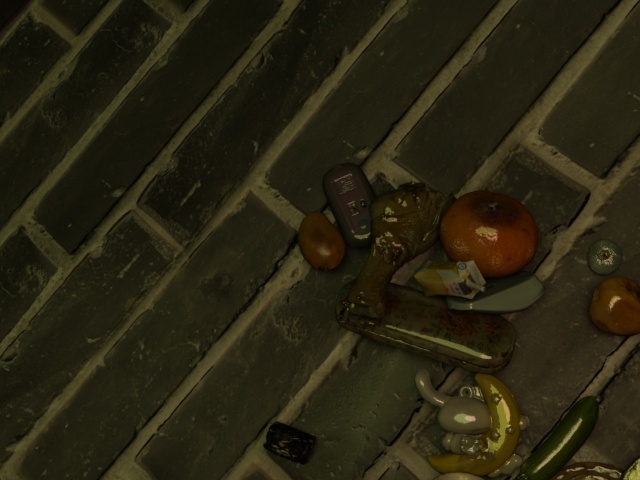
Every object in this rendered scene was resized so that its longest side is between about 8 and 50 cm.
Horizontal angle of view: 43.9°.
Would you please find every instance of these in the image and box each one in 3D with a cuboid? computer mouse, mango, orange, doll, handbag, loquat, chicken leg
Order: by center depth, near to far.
[{"bbox_3d":[0.660,0.149,1.742,0.137,0.113,0.137,2,73,-6],"label":"loquat"},{"bbox_3d":[0.335,0.407,1.765,0.252,0.111,0.237,-1,90,14],"label":"doll"},{"bbox_3d":[0.398,0.131,1.793,0.231,0.128,0.079,-15,98,-11],"label":"computer mouse"},{"bbox_3d":[0.388,-0.021,1.818,0.224,0.170,0.224,1,47,-1],"label":"orange"},{"bbox_3d":[0.167,0.026,1.839,0.153,0.201,0.429,-23,31,52],"label":"chicken leg"},{"bbox_3d":[-0.090,0.476,1.850,0.115,0.139,0.072,19,87,19],"label":"handbag"},{"bbox_3d":[-0.003,0.004,1.988,0.111,0.089,0.163,-35,58,-10],"label":"mango"},{"bbox_3d":[0.087,-0.088,2.000,0.120,0.057,0.232,-25,68,0],"label":"computer mouse"}]

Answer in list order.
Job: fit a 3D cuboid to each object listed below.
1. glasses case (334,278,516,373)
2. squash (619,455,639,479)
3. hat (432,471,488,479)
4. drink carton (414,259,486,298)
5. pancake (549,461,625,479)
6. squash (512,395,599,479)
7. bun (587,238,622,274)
[{"bbox_3d":[0.238,0.191,1.838,0.425,0.098,0.156,16,41,19],"label":"glasses case"},{"bbox_3d":[0.720,0.542,1.629,0.219,0.041,0.219,-1,75,6],"label":"squash"},{"bbox_3d":[0.305,0.635,1.685,0.232,0.161,0.275,0,71,12],"label":"hat"},{"bbox_3d":[0.304,0.085,1.757,0.074,0.084,0.200,-41,22,-30],"label":"drink carton"},{"bbox_3d":[0.578,0.594,1.680,0.250,0.031,0.250,-3,73,11],"label":"pancake"},{"bbox_3d":[0.519,0.444,1.718,0.069,0.069,0.258,41,85,22],"label":"squash"},{"bbox_3d":[0.648,0.037,1.810,0.083,0.045,0.083,-6,73,20],"label":"bun"}]
